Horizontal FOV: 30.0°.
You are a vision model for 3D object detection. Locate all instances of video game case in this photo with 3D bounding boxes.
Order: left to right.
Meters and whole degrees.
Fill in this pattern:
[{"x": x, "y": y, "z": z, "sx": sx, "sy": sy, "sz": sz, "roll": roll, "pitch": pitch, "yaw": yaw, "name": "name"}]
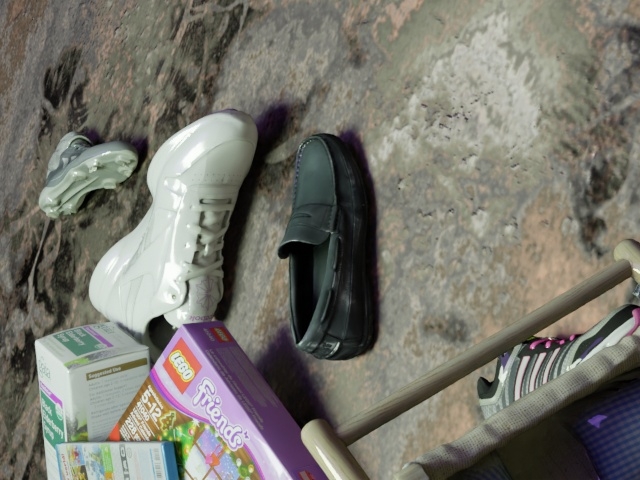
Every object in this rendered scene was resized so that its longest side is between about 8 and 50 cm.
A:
[{"x": -0.191, "y": 0.251, "z": 1.142, "sx": 0.166, "sy": 0.015, "sz": 0.119, "roll": -9, "pitch": 90, "yaw": 41, "name": "video game case"}]

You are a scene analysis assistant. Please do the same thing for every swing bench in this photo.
[{"x": 0.170, "y": 0.166, "z": 0.672, "sx": 0.255, "sy": 0.253, "sz": 0.165, "roll": 41, "pitch": 154, "yaw": 50, "name": "swing bench"}]

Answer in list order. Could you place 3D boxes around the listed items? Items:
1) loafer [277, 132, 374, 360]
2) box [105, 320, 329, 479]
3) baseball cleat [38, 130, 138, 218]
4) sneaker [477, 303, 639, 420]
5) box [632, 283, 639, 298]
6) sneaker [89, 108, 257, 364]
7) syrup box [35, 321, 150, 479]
[{"x": 0.000, "y": 0.000, "z": 1.101, "sx": 0.076, "sy": 0.078, "sz": 0.223, "roll": -26, "pitch": 61, "yaw": 45, "name": "loafer"}, {"x": -0.081, "y": 0.246, "z": 1.098, "sx": 0.293, "sy": 0.057, "sz": 0.201, "roll": 50, "pitch": 120, "yaw": 28, "name": "box"}, {"x": -0.299, "y": -0.104, "z": 1.516, "sx": 0.206, "sy": 0.072, "sz": 0.109, "roll": -26, "pitch": 54, "yaw": 42, "name": "baseball cleat"}, {"x": 0.170, "y": 0.090, "z": 0.873, "sx": 0.170, "sy": 0.063, "sz": 0.074, "roll": -51, "pitch": 51, "yaw": 37, "name": "sneaker"}, {"x": 0.317, "y": 0.019, "z": 0.717, "sx": 0.220, "sy": 0.051, "sz": 0.175, "roll": 46, "pitch": 116, "yaw": 46, "name": "box"}, {"x": -0.131, "y": 0.001, "z": 1.267, "sx": 0.152, "sy": 0.114, "sz": 0.305, "roll": 50, "pitch": 125, "yaw": 30, "name": "sneaker"}, {"x": -0.234, "y": 0.215, "z": 1.267, "sx": 0.093, "sy": 0.096, "sz": 0.236, "roll": 24, "pitch": 122, "yaw": 52, "name": "syrup box"}]
